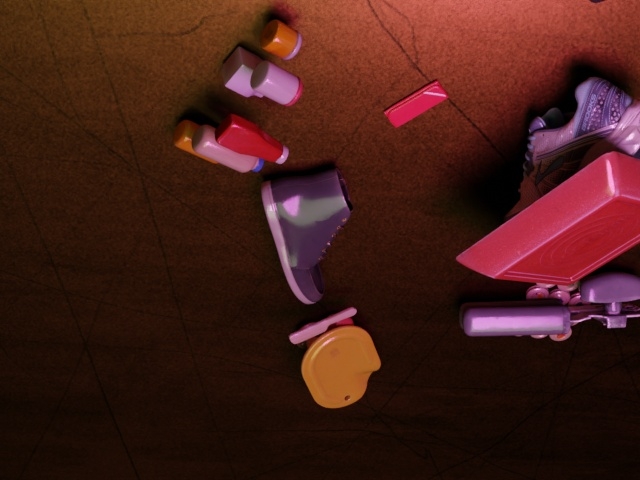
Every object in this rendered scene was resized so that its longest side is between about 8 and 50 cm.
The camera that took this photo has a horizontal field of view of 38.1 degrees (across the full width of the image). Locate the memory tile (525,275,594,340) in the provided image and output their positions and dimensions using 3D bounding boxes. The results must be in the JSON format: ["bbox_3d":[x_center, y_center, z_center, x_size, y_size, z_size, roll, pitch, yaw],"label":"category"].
[{"bbox_3d":[0.376,0.107,1.492,0.113,0.012,0.148,11,130,-11],"label":"memory tile"}]

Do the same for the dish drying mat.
[{"bbox_3d":[0.128,-0.181,1.236,0.083,0.008,0.032,-29,127,21],"label":"dish drying mat"}]

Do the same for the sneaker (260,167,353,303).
[{"bbox_3d":[0.000,0.000,1.338,0.118,0.083,0.222,-13,129,8],"label":"sneaker"}]

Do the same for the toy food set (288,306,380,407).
[{"bbox_3d":[0.017,0.178,1.511,0.128,0.071,0.218,-29,132,-9],"label":"toy food set"}]

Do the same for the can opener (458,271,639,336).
[{"bbox_3d":[0.360,0.095,1.442,0.284,0.076,0.095,-1,98,0],"label":"can opener"}]

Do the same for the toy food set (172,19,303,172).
[{"bbox_3d":[-0.080,-0.162,1.182,0.105,0.111,0.232,23,126,-35],"label":"toy food set"}]

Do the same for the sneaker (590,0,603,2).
[{"bbox_3d":[0.462,-0.337,1.066,0.341,0.125,0.139,3,155,-5],"label":"sneaker"}]

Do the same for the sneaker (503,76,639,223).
[{"bbox_3d":[0.327,-0.115,1.258,0.122,0.110,0.283,44,138,6],"label":"sneaker"}]

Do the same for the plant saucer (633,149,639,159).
[{"bbox_3d":[0.516,-0.106,1.297,0.195,0.037,0.195,-1,132,-1],"label":"plant saucer"}]

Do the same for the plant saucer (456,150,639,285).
[{"bbox_3d":[0.355,-0.012,1.247,0.259,0.047,0.258,8,143,-45],"label":"plant saucer"}]
